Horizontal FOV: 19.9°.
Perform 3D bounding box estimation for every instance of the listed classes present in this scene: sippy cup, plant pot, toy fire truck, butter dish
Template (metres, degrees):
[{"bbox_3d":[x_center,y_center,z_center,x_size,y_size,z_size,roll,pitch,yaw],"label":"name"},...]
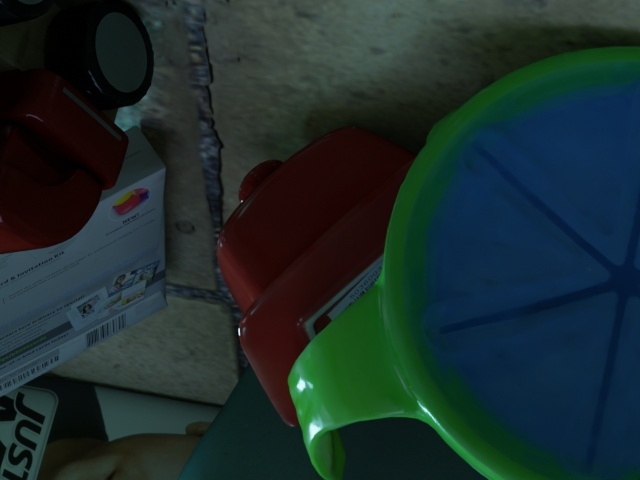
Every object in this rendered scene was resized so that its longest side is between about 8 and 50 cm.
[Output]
[{"bbox_3d":[0.154,0.048,0.952,0.306,0.240,0.224,17,165,11],"label":"sippy cup"},{"bbox_3d":[0.020,0.196,1.223,0.272,0.255,0.271,10,152,6],"label":"plant pot"},{"bbox_3d":[-0.187,-0.045,0.866,0.159,0.246,0.217,-7,147,33],"label":"toy fire truck"},{"bbox_3d":[0.000,0.000,1.022,0.118,0.160,0.160,44,168,27],"label":"butter dish"}]

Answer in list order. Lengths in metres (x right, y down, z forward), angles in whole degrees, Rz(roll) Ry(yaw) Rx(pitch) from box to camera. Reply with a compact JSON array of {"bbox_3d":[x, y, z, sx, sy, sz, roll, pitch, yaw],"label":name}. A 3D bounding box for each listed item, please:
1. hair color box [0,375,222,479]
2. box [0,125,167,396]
[{"bbox_3d":[-0.168,0.218,1.415,0.375,0.185,0.113,10,152,4],"label":"hair color box"},{"bbox_3d":[-0.163,0.021,1.111,0.145,0.038,0.186,-29,159,-17],"label":"box"}]
